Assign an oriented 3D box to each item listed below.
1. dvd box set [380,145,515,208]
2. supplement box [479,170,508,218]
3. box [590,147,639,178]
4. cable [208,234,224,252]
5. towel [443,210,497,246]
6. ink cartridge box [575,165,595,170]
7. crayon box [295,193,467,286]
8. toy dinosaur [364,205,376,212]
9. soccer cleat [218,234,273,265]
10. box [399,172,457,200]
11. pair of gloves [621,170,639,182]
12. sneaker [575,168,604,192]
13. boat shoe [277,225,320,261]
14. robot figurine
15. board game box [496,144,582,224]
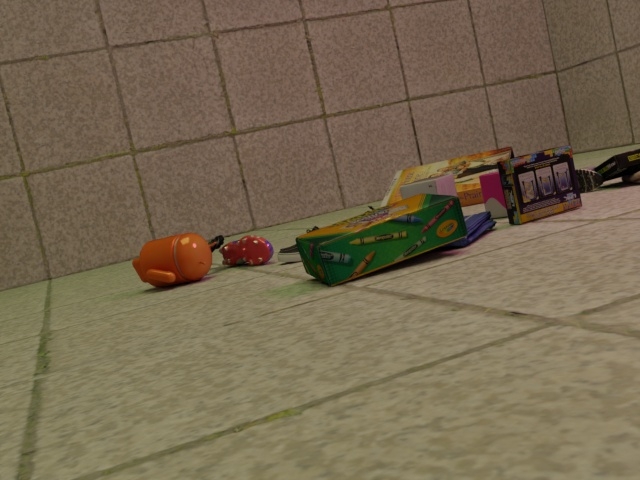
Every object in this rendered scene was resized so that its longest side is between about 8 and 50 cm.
[{"bbox_3d":[0.434,-0.194,2.458,0.421,0.062,0.307,-10,25,25],"label":"dvd box set"},{"bbox_3d":[0.505,-0.131,1.800,0.220,0.111,0.114,-17,7,-40],"label":"supplement box"},{"bbox_3d":[0.821,-0.204,1.901,0.184,0.045,0.190,-13,-8,-3],"label":"box"},{"bbox_3d":[-0.323,0.042,2.027,0.150,0.047,0.184,-42,5,-29],"label":"cable"},{"bbox_3d":[0.187,0.005,1.551,0.336,0.040,0.243,-12,7,29],"label":"towel"},{"bbox_3d":[0.677,-0.169,2.095,0.189,0.066,0.232,-9,7,32],"label":"ink cartridge box"},{"bbox_3d":[0.110,-0.007,1.357,0.279,0.081,0.165,-20,10,-13],"label":"crayon box"},{"bbox_3d":[0.183,-0.052,1.916,0.268,0.064,0.118,-10,-18,13],"label":"toy dinosaur"},{"bbox_3d":[-0.185,0.024,1.969,0.095,0.083,0.248,-18,4,-35],"label":"soccer cleat"},{"bbox_3d":[0.272,-0.087,1.772,0.091,0.130,0.170,-9,5,26],"label":"box"},{"bbox_3d":[0.897,-0.184,1.828,0.240,0.042,0.204,-13,5,10],"label":"pair of gloves"},{"bbox_3d":[0.694,-0.160,1.956,0.073,0.063,0.162,-10,4,-31],"label":"sneaker"},{"bbox_3d":[0.000,0.000,1.782,0.229,0.076,0.080,-11,5,15],"label":"boat shoe"},{"bbox_3d":[-0.371,0.052,1.860,0.219,0.128,0.158,-12,-10,23],"label":"robot figurine"},{"bbox_3d":[0.475,-0.121,1.577,0.170,0.141,0.048,-14,6,-21],"label":"board game box"}]
